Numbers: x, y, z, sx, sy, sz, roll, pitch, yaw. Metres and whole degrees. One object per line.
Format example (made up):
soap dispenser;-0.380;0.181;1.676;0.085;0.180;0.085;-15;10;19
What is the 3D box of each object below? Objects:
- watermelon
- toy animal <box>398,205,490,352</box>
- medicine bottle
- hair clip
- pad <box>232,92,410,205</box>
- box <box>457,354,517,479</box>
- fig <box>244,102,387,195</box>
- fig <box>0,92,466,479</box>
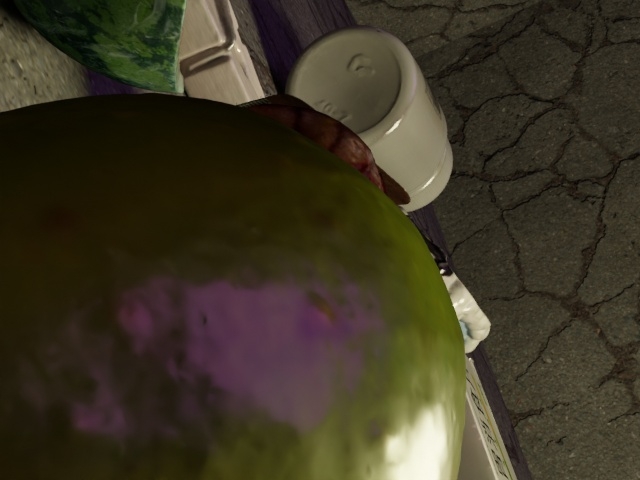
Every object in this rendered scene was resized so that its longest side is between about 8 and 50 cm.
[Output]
watermelon;-0.153;-0.223;0.949;0.224;0.180;0.305;47;17;-31
toy animal;0.118;0.074;1.786;0.208;0.156;0.204;53;4;33
medicine bottle;0.090;-0.178;2.050;0.339;0.208;0.208;45;23;-66
hair clip;-0.138;-0.254;1.374;0.101;0.085;0.330;-75;142;-71
pad;0.018;-0.014;1.300;0.323;0.055;0.250;58;-24;-14
box;0.143;0.279;1.474;0.173;0.145;0.332;47;22;-57
fig;-0.028;-0.010;1.078;0.249;0.186;0.203;-118;-159;-79
fig;-0.090;0.070;0.473;0.326;0.258;0.258;-2;68;-61
